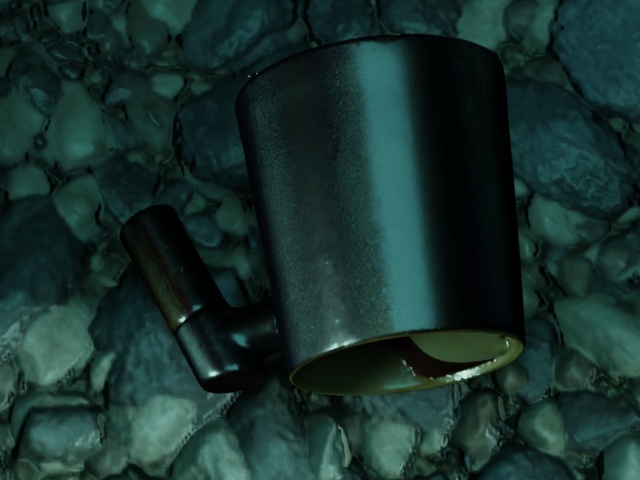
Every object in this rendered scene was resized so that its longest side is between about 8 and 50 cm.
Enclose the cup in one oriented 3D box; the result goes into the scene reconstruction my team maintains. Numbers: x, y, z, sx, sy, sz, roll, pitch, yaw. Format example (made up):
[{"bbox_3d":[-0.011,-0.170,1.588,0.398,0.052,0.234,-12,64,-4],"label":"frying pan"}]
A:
[{"bbox_3d":[0.014,0.001,1.197,0.166,0.239,0.177,11,65,-47],"label":"cup"}]
